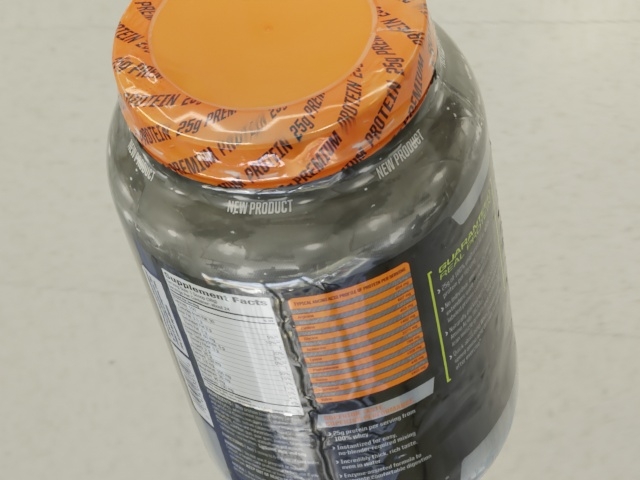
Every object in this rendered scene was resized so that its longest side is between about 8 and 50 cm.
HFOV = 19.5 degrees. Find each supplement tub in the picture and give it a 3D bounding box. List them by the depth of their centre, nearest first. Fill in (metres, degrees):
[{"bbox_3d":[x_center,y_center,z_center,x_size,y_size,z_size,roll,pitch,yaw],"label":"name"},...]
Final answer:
[{"bbox_3d":[0.000,0.000,1.054,0.207,0.207,0.338,26,149,29],"label":"supplement tub"}]
